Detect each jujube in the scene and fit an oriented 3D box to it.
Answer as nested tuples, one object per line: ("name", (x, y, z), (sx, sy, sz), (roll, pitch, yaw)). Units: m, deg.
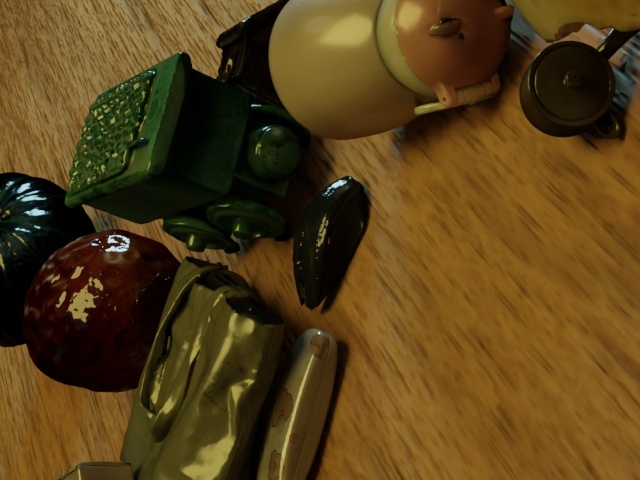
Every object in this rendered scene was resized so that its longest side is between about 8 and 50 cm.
("jujube", (-0.246, 0.082, 1.914), (0.243, 0.183, 0.183), (-11, 62, 52))

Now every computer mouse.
("computer mouse", (0.000, 0.000, 1.608), (0.135, 0.047, 0.079), (-71, 22, 5))

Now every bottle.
("bottle", (0.072, -0.174, 1.474), (0.236, 0.147, 0.148), (-9, 64, 56))

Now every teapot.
("teapot", (0.205, -0.120, 1.261), (0.110, 0.085, 0.080), (-44, -4, -10))

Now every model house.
("model house", (-0.079, -0.198, 1.855), (0.165, 0.106, 0.152), (-13, 57, 60))

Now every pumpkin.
("pumpkin", (-0.411, 0.047, 2.301), (0.248, 0.248, 0.248), (-47, 33, 43))

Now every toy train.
("toy train", (-0.132, -0.080, 1.762), (0.266, 0.201, 0.145), (-15, 57, 59))

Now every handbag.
("handbag", (-0.117, 0.157, 1.663), (0.316, 0.109, 0.253), (-142, 68, -71))

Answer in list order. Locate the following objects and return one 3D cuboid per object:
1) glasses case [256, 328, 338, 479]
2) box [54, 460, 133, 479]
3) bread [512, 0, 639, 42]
("glasses case", (-0.021, 0.160, 1.534), (0.063, 0.041, 0.164), (-5, 68, 64))
("box", (-0.223, 0.408, 1.639), (0.200, 0.065, 0.343), (-41, 54, 49))
("bread", (0.228, -0.284, 1.077), (0.424, 0.245, 0.329), (-11, 62, 59))
